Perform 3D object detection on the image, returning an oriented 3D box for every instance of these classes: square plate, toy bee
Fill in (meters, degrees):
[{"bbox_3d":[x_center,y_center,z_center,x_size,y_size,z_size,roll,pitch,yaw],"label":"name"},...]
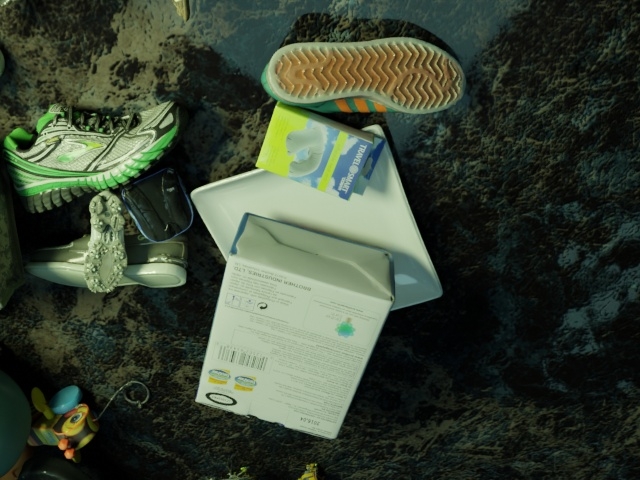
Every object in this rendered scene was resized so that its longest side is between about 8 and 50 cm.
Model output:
[{"bbox_3d":[0.000,0.000,1.086,0.347,0.049,0.344,-17,117,16],"label":"square plate"},{"bbox_3d":[-0.540,0.384,1.303,0.298,0.162,0.195,-34,109,23],"label":"toy bee"}]

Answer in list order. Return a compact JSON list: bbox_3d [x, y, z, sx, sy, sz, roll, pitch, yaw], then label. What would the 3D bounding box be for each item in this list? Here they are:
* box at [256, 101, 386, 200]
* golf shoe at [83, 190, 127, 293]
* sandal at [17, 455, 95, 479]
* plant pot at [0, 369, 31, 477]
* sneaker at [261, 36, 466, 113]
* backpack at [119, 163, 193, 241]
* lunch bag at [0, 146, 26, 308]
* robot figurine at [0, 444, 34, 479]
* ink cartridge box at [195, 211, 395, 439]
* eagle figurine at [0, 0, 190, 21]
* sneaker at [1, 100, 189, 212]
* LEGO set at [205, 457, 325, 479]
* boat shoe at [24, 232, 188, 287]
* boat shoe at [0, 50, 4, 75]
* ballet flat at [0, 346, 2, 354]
[{"bbox_3d":[0.001,-0.135,0.957,0.178,0.042,0.109,20,120,-5],"label":"box"},{"bbox_3d":[-0.358,-0.001,1.037,0.069,0.086,0.176,7,107,-19],"label":"golf shoe"},{"bbox_3d":[-0.497,0.602,1.434,0.167,0.107,0.446,-16,128,19],"label":"sandal"},{"bbox_3d":[-0.710,0.354,1.177,0.293,0.293,0.235,-24,146,18],"label":"plant pot"},{"bbox_3d":[0.061,-0.243,0.918,0.302,0.121,0.108,1,99,-14],"label":"sneaker"},{"bbox_3d":[-0.274,-0.063,1.048,0.105,0.084,0.114,-27,111,-14],"label":"backpack"},{"bbox_3d":[-0.631,-0.033,0.990,0.235,0.169,0.287,-5,106,-9],"label":"lunch bag"},{"bbox_3d":[-0.739,0.463,1.377,0.219,0.128,0.158,25,140,10],"label":"robot figurine"},{"bbox_3d":[-0.058,0.180,1.081,0.269,0.151,0.396,16,120,-2],"label":"ink cartridge box"},{"bbox_3d":[-0.308,-0.399,0.815,0.298,0.226,0.225,15,141,-8],"label":"eagle figurine"},{"bbox_3d":[-0.371,-0.156,0.989,0.343,0.134,0.146,-16,116,15],"label":"sneaker"},{"bbox_3d":[-0.130,0.612,1.413,0.254,0.192,0.331,-9,126,-22],"label":"LEGO set"},{"bbox_3d":[-0.386,0.031,1.123,0.304,0.091,0.109,0,159,10],"label":"boat shoe"},{"bbox_3d":[-0.656,-0.227,0.998,0.319,0.099,0.116,-27,112,19],"label":"boat shoe"},{"bbox_3d":[-0.760,0.260,1.320,0.206,0.073,0.067,-34,84,20],"label":"ballet flat"}]
